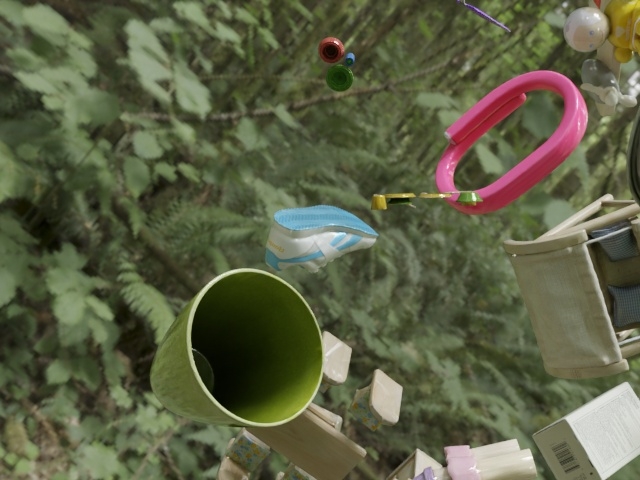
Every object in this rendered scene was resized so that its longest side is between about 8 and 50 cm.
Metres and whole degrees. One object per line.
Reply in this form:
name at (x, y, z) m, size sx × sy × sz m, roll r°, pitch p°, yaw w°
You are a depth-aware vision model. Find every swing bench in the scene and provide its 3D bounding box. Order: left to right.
swing bench at (0.488, 0.079, 1.595) m, size 0.253 × 0.254 × 0.165 m, roll 69°, pitch -18°, yaw -9°

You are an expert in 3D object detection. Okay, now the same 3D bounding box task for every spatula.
spatula at (0.230, -0.463, 1.613) m, size 0.296 × 0.030 × 0.084 m, roll 41°, pitch 6°, yaw -33°

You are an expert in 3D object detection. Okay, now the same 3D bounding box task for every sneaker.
sneaker at (0.000, 0.000, 1.527) m, size 0.228 × 0.092 × 0.087 m, roll -1°, pitch 31°, yaw -43°

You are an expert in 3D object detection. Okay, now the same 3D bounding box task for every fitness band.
fitness band at (0.320, -0.170, 1.581) m, size 0.054 × 0.291 × 0.209 m, roll 39°, pitch 18°, yaw -38°

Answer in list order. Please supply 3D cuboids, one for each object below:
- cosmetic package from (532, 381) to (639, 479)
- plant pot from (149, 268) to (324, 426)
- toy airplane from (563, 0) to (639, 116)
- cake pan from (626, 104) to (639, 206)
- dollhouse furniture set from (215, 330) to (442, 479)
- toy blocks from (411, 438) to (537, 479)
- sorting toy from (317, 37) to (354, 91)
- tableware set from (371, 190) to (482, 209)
cosmetic package at (0.648, 0.458, 2.146) m, size 0.309 × 0.113 × 0.160 m, roll -11°, pitch 67°, yaw -46°
plant pot at (-0.189, 0.223, 1.677) m, size 0.274 × 0.275 × 0.293 m, roll 39°, pitch -37°, yaw -19°
toy airplane at (0.580, -0.459, 1.809) m, size 0.386 × 0.272 × 0.384 m, roll 66°, pitch -17°, yaw 1°
cake pan at (0.464, -0.144, 1.019) m, size 0.293 × 0.293 × 0.054 m, roll 35°, pitch 7°, yaw -47°
dollhouse furniture set at (0.035, 0.463, 1.811) m, size 0.394 × 0.362 × 0.256 m, roll 36°, pitch 24°, yaw -8°
toy blocks at (0.213, 0.473, 1.374) m, size 0.288 × 0.259 × 0.309 m, roll 53°, pitch 23°, yaw -79°
sorting toy at (0.034, -0.329, 1.691) m, size 0.042 × 0.061 × 0.102 m, roll -78°, pitch 152°, yaw -61°
tableware set at (0.148, -0.055, 1.297) m, size 0.154 × 0.024 × 0.104 m, roll -1°, pitch 4°, yaw 2°
